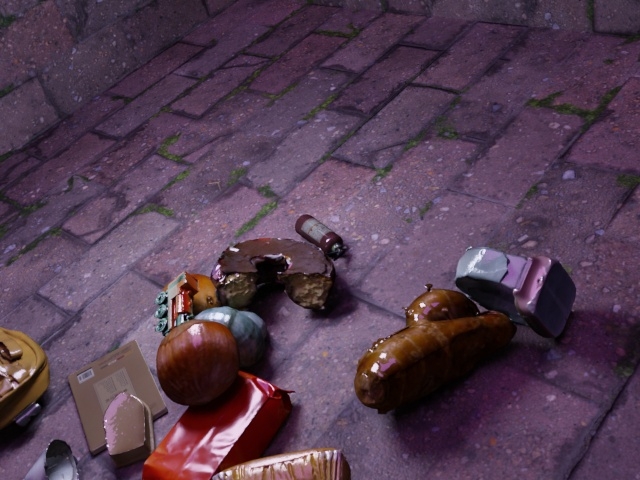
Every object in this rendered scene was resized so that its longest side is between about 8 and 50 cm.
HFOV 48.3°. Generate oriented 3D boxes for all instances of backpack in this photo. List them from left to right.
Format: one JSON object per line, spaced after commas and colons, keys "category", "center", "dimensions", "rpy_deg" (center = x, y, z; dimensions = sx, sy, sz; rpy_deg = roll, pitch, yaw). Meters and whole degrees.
{"category": "backpack", "center": [-0.932, 0.402, 1.977], "dimensions": [0.378, 0.201, 0.353], "rpy_deg": [15, 49, 38]}

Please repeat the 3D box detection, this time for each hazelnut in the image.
{"category": "hazelnut", "center": [-0.289, 0.290, 1.690], "dimensions": [0.214, 0.176, 0.214], "rpy_deg": [-15, 64, 34]}

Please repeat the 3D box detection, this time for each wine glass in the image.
{"category": "wine glass", "center": [-0.723, 0.587, 1.728], "dimensions": [0.232, 0.156, 0.156], "rpy_deg": [-20, 39, 5]}

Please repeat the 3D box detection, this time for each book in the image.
{"category": "book", "center": [-0.559, 0.417, 1.948], "dimensions": [0.217, 0.021, 0.310], "rpy_deg": [-29, 40, -12]}

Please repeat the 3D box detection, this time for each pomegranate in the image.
{"category": "pomegranate", "center": [-0.360, 0.187, 2.011], "dimensions": [0.191, 0.191, 0.191], "rpy_deg": [-12, 40, 10]}

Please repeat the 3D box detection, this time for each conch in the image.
{"category": "conch", "center": [-0.247, 0.267, 1.872], "dimensions": [0.195, 0.220, 0.277], "rpy_deg": [35, 43, 27]}

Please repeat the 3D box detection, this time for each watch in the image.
{"category": "watch", "center": [0.451, 0.115, 1.715], "dimensions": [0.241, 0.253, 0.161], "rpy_deg": [8, 62, 46]}

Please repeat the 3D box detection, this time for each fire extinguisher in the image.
{"category": "fire extinguisher", "center": [0.000, 0.000, 2.153], "dimensions": [0.099, 0.071, 0.231], "rpy_deg": [-18, 35, -28]}

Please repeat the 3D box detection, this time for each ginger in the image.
{"category": "ginger", "center": [0.236, 0.248, 1.697], "dimensions": [0.418, 0.176, 0.254], "rpy_deg": [-28, 38, -19]}

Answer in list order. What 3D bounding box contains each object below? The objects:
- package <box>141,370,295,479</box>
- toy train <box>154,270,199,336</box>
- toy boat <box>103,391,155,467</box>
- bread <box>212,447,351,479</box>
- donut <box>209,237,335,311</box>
{"category": "package", "center": [-0.243, 0.476, 1.671], "dimensions": [0.196, 0.123, 0.423], "rpy_deg": [11, 47, 35]}
{"category": "toy train", "center": [-0.368, 0.175, 1.842], "dimensions": [0.118, 0.074, 0.176], "rpy_deg": [-37, 38, 19]}
{"category": "toy boat", "center": [-0.486, 0.464, 1.802], "dimensions": [0.116, 0.061, 0.188], "rpy_deg": [-19, 51, -3]}
{"category": "bread", "center": [-0.074, 0.531, 1.516], "dimensions": [0.288, 0.152, 0.119], "rpy_deg": [-15, 45, 6]}
{"category": "donut", "center": [-0.136, 0.093, 2.010], "dimensions": [0.345, 0.136, 0.259], "rpy_deg": [0, 24, -6]}
